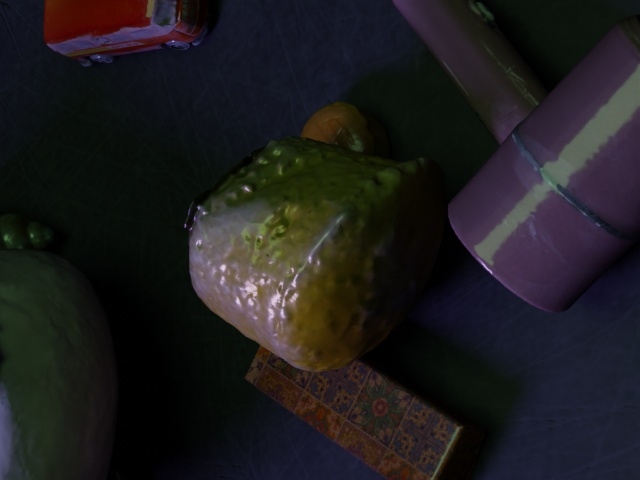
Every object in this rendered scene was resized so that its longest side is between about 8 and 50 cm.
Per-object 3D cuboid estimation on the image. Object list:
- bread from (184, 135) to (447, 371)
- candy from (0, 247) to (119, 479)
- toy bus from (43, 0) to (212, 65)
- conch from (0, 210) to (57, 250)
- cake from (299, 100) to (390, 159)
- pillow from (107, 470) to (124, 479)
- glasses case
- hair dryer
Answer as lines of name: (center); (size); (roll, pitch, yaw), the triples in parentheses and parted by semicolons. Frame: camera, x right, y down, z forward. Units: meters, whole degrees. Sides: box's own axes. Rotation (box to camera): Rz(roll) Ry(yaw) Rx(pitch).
bread: (0.002, 0.003, 1.385); (0.170, 0.197, 0.197); (26, 100, 26)
candy: (-0.318, 0.212, 1.569); (0.386, 0.186, 0.427); (-48, 30, 18)
toy bus: (-0.189, -0.220, 1.648); (0.174, 0.077, 0.079); (-4, 81, 37)
conch: (-0.365, 0.024, 1.724); (0.106, 0.173, 0.116); (49, 156, 15)
cake: (0.019, -0.077, 1.489); (0.084, 0.044, 0.084); (-8, 77, 35)
pillow: (-0.228, 0.280, 1.620); (0.136, 0.055, 0.091); (-29, 85, 33)
glasses case: (0.036, 0.138, 1.440); (0.218, 0.049, 0.075); (31, 99, 36)
hair dryer: (0.158, -0.136, 1.355); (0.210, 0.125, 0.352); (-49, 51, 21)
